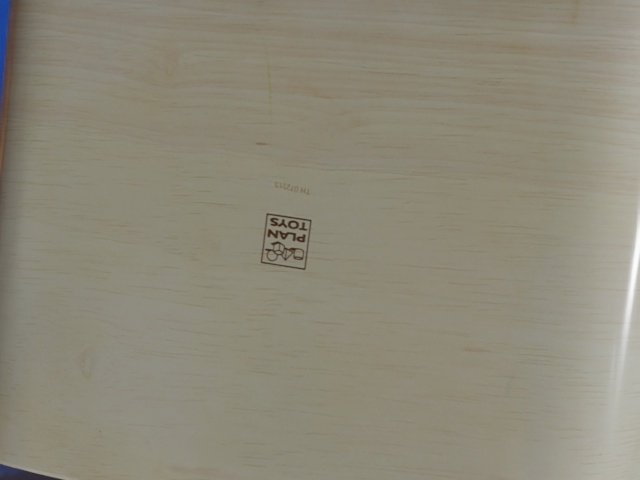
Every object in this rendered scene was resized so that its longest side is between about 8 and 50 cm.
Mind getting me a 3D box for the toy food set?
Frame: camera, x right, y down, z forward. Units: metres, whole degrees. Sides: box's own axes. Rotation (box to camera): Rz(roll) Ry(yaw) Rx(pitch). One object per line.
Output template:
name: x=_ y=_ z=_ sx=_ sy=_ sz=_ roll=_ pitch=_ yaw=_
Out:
toy food set: x=0.000 y=0.000 z=0.583 sx=0.306 sy=0.219 sz=0.092 roll=8 pitch=-175 yaw=18
